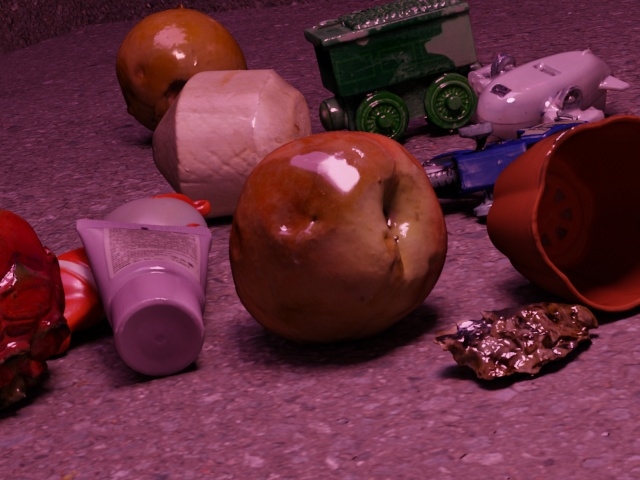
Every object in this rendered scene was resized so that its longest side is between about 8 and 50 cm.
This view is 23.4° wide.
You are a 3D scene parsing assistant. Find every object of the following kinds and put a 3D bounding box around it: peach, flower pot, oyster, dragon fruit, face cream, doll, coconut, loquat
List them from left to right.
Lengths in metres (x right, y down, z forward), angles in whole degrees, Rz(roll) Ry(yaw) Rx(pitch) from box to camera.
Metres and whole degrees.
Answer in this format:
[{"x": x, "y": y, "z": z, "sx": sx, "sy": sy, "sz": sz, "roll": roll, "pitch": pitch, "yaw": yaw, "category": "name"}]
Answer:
[{"x": -0.360, "y": 0.050, "z": 1.565, "sx": 0.192, "sy": 0.193, "sz": 0.274, "roll": -10, "pitch": 53, "yaw": -44, "category": "dragon fruit"}, {"x": -0.237, "y": 0.031, "z": 1.799, "sx": 0.199, "sy": 0.105, "sz": 0.336, "roll": 0, "pitch": 27, "yaw": 37, "category": "doll"}, {"x": -0.181, "y": 0.038, "z": 1.644, "sx": 0.154, "sy": 0.096, "sz": 0.274, "roll": 1, "pitch": 25, "yaw": -10, "category": "face cream"}, {"x": -0.237, "y": -0.292, "z": 2.658, "sx": 0.243, "sy": 0.244, "sz": 0.244, "roll": -10, "pitch": 16, "yaw": 3, "category": "loquat"}, {"x": -0.124, "y": -0.130, "z": 2.088, "sx": 0.222, "sy": 0.202, "sz": 0.202, "roll": -4, "pitch": 17, "yaw": 17, "category": "coconut"}, {"x": 0.000, "y": 0.000, "z": 1.547, "sx": 0.235, "sy": 0.214, "sz": 0.214, "roll": -23, "pitch": 6, "yaw": 37, "category": "peach"}, {"x": 0.186, "y": 0.084, "z": 1.409, "sx": 0.148, "sy": 0.051, "sz": 0.103, "roll": -9, "pitch": 20, "yaw": -33, "category": "oyster"}, {"x": 0.256, "y": -0.023, "z": 1.538, "sx": 0.190, "sy": 0.191, "sz": 0.173, "roll": -17, "pitch": 4, "yaw": -19, "category": "flower pot"}]

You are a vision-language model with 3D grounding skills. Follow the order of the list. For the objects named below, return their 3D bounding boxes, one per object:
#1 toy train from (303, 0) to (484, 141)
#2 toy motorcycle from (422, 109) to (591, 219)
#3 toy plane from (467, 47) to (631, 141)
[{"x": 0.117, "y": -0.252, "z": 2.332, "sx": 0.266, "sy": 0.202, "sz": 0.145, "roll": -16, "pitch": 18, "yaw": -9, "category": "toy train"}, {"x": 0.240, "y": -0.096, "z": 1.896, "sx": 0.315, "sy": 0.113, "sz": 0.169, "roll": -10, "pitch": 3, "yaw": 33, "category": "toy motorcycle"}, {"x": 0.322, "y": -0.199, "z": 2.188, "sx": 0.244, "sy": 0.117, "sz": 0.245, "roll": -1, "pitch": 33, "yaw": 1, "category": "toy plane"}]
